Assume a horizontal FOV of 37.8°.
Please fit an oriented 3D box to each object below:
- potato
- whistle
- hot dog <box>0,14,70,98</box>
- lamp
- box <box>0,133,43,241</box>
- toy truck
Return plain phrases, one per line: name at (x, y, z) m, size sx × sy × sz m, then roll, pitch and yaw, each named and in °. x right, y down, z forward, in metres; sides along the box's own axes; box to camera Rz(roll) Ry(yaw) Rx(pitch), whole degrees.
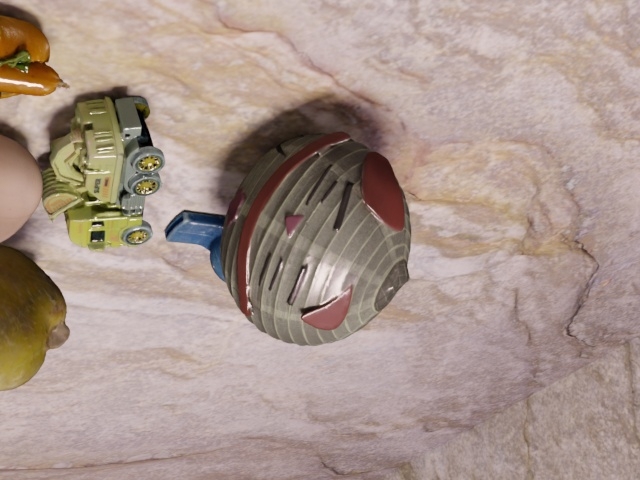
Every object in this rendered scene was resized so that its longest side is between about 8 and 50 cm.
potato at (-0.441, 0.089, 0.972) m, size 0.351 × 0.218 × 0.202 m, roll 2°, pitch 119°, yaw -18°
whistle at (-0.119, 0.017, 1.217) m, size 0.158 × 0.090 × 0.090 m, roll 7°, pitch 142°, yaw -41°
hot dog at (-0.344, -0.155, 0.777) m, size 0.270 × 0.072 × 0.109 m, roll 1°, pitch 148°, yaw -32°
lamp at (0.000, 0.000, 1.097) m, size 0.233 × 0.233 × 0.265 m, roll 10°, pitch 106°, yaw -44°
box at (-0.376, -0.054, 0.917) m, size 0.200 × 0.088 × 0.146 m, roll 10°, pitch 142°, yaw -45°
toy truck at (-0.235, -0.067, 0.987) m, size 0.116 × 0.085 × 0.191 m, roll -7°, pitch 148°, yaw -21°
